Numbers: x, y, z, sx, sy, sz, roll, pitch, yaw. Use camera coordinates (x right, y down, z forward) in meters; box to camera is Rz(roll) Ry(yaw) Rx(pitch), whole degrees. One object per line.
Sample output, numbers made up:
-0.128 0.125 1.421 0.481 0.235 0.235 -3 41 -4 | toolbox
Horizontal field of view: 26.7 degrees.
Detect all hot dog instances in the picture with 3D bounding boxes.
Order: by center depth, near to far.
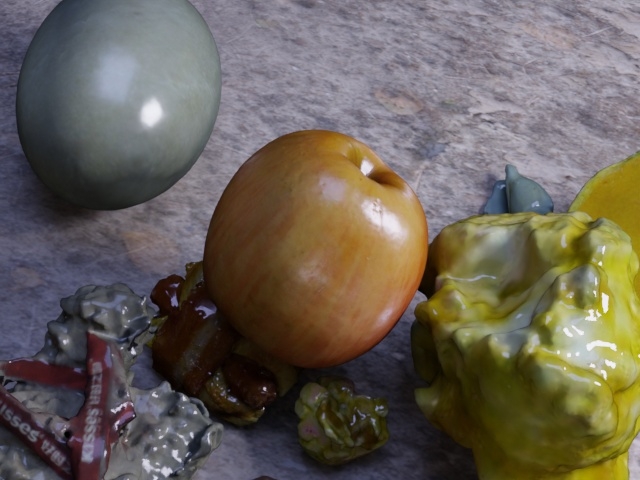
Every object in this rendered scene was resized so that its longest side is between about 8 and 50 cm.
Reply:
-0.121 0.115 1.542 0.213 0.103 0.146 38 89 32 | hot dog

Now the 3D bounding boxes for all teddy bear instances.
-0.229 0.246 1.309 0.357 0.224 0.367 -25 46 -36 | teddy bear

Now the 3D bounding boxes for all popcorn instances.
0.239 0.125 1.465 0.293 0.292 0.334 -26 41 23 | popcorn
0.024 0.205 1.499 0.089 0.109 0.097 20 77 45 | popcorn

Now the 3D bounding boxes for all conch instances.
0.271 -0.034 1.807 0.065 0.088 0.180 35 20 -39 | conch

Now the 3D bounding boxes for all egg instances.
-0.257 -0.193 1.732 0.258 0.258 0.352 13 47 3 | egg

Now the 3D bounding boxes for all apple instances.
0.000 0.000 1.451 0.242 0.241 0.242 25 36 -20 | apple

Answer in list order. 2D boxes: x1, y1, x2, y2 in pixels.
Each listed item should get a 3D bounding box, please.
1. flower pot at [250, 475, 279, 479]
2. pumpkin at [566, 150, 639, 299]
-0.010 0.330 1.377 0.250 0.084 0.179 18 45 9 | flower pot
0.449 0.018 1.609 0.332 0.199 0.332 -9 47 10 | pumpkin
